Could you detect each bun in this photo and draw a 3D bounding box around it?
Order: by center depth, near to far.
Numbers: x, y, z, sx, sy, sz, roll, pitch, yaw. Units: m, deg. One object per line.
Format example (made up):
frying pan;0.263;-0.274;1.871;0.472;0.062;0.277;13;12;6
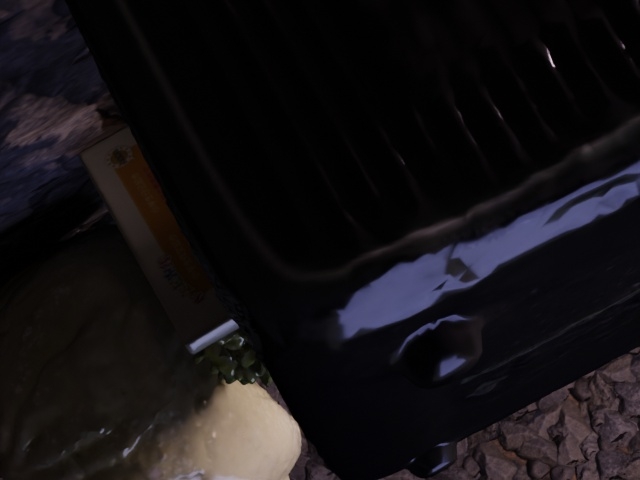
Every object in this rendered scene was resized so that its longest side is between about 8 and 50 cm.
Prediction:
bun;-0.189;0.149;1.088;0.227;0.352;0.349;-41;153;-8

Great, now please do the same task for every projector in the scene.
projector;0.122;-0.079;0.537;0.395;0.242;0.405;-26;163;-4

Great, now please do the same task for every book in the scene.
book;-0.004;-0.070;0.807;0.295;0.208;0.020;-31;141;-6

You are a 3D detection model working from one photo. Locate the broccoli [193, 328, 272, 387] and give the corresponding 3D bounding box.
broccoli;-0.016;-0.006;0.929;0.235;0.288;0.259;0;130;-14
